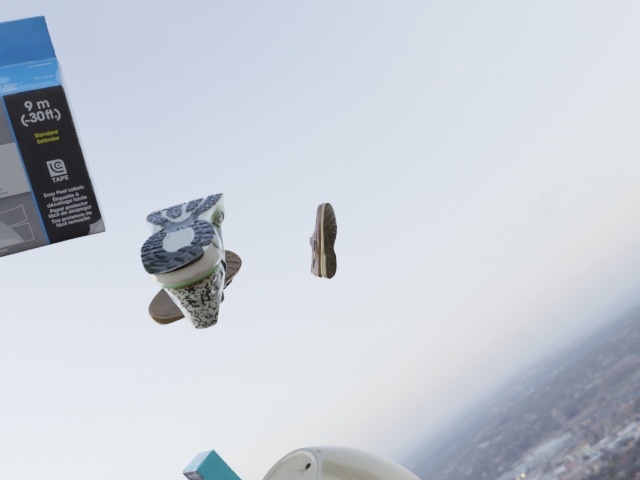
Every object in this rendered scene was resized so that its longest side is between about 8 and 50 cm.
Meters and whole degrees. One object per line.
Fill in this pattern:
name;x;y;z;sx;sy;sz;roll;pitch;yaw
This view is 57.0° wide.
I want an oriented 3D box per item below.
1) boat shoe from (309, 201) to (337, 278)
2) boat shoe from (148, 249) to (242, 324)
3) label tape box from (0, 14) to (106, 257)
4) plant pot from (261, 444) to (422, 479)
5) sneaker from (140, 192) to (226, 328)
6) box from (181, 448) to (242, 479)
boat shoe;0.000;0.000;1.369;0.060;0.178;0.064;2;5;31
boat shoe;-0.380;0.161;1.805;0.342;0.123;0.123;-42;-15;-39
label tape box;-0.481;-0.147;0.860;0.240;0.334;0.106;-16;15;-16
plant pot;0.009;0.407;0.842;0.284;0.191;0.284;-37;18;14
sneaker;-0.240;0.036;1.116;0.158;0.410;0.182;-13;-68;0
box;-0.196;0.581;1.322;0.060;0.244;0.100;-45;6;-39
